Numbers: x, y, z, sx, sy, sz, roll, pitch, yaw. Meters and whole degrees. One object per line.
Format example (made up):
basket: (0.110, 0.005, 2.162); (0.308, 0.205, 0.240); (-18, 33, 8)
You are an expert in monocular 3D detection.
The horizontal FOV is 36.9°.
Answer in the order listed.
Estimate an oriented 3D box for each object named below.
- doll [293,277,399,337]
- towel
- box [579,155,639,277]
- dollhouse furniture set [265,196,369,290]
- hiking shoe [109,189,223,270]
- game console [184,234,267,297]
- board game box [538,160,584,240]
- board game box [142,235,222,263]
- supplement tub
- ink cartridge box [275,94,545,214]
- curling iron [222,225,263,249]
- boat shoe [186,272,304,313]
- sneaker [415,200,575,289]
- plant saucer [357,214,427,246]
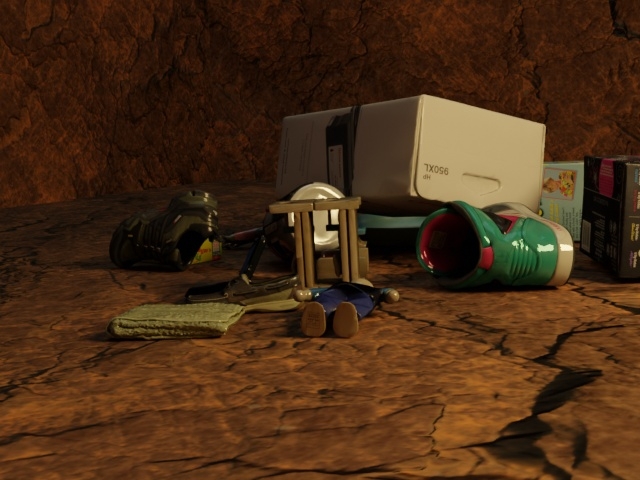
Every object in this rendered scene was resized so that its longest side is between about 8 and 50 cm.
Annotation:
doll: (0.028, 0.073, 1.145); (0.129, 0.046, 0.189); (0, 8, 16)
towel: (-0.169, 0.093, 1.134); (0.148, 0.027, 0.110); (-2, 6, 6)
box: (0.475, -0.039, 1.393); (0.142, 0.163, 0.247); (1, 8, 3)
dollhouse furniture set: (0.000, 0.000, 1.401); (0.129, 0.129, 0.183); (-2, 8, 6)
hiking shoe: (-0.267, 0.004, 1.619); (0.227, 0.114, 0.086); (-28, -36, 23)
game console: (-0.130, 0.037, 1.306); (0.071, 0.107, 0.122); (24, -11, -7)
board game box: (0.496, -0.076, 1.758); (0.275, 0.144, 0.142); (-1, 7, 8)
board game box: (-0.275, 0.014, 1.750); (0.181, 0.043, 0.092); (3, 9, 41)
supplement tub: (-0.028, -0.025, 1.590); (0.117, 0.117, 0.190); (-5, -6, -17)
ink cartridge box: (0.148, -0.132, 1.667); (0.285, 0.166, 0.395); (6, -2, -35)
curling iron: (-0.063, -0.031, 1.866); (0.274, 0.035, 0.068); (-15, 6, -2)
boat shoe: (-0.097, 0.066, 1.225); (0.152, 0.049, 0.056); (-4, 8, -7)
sneaker: (0.215, 0.003, 1.371); (0.178, 0.124, 0.295); (5, 6, -14)
plant saucer: (0.186, -0.024, 1.880); (0.317, 0.043, 0.317); (-3, 7, 0)
